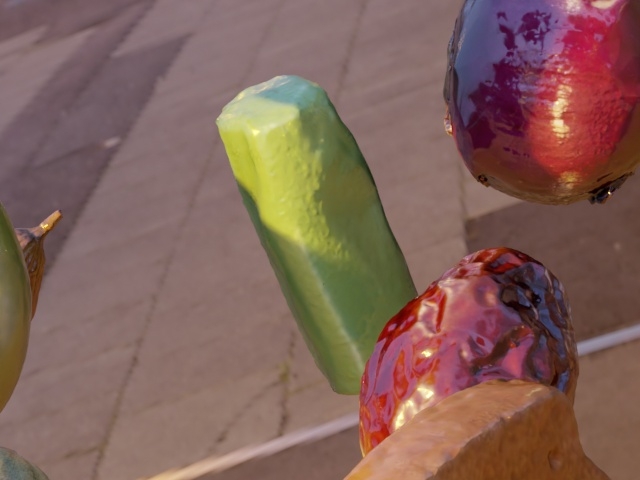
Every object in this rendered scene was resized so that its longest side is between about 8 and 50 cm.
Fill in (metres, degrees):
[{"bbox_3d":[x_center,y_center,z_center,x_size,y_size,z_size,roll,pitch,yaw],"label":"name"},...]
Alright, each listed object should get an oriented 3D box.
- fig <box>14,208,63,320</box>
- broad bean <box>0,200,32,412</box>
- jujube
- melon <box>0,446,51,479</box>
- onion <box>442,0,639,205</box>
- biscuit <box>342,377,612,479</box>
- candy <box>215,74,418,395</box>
[{"bbox_3d":[-0.334,0.040,1.680,0.153,0.119,0.119,-31,16,22],"label":"fig"},{"bbox_3d":[-0.343,0.035,1.434,0.119,0.291,0.238,-9,9,-38],"label":"broad bean"},{"bbox_3d":[0.138,0.130,1.482,0.197,0.197,0.290,-8,35,31],"label":"jujube"},{"bbox_3d":[-0.401,0.386,1.757,0.248,0.248,0.329,-1,65,42],"label":"melon"},{"bbox_3d":[0.338,-0.206,1.892,0.385,0.348,0.348,2,25,9],"label":"onion"},{"bbox_3d":[0.090,0.304,0.886,0.078,0.456,0.349,-1,-8,37],"label":"biscuit"},{"bbox_3d":[0.000,0.000,1.670,0.142,0.344,0.132,-34,24,-28],"label":"candy"}]
